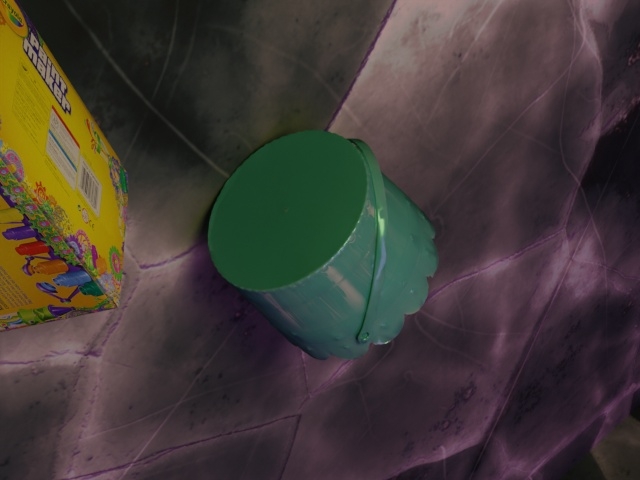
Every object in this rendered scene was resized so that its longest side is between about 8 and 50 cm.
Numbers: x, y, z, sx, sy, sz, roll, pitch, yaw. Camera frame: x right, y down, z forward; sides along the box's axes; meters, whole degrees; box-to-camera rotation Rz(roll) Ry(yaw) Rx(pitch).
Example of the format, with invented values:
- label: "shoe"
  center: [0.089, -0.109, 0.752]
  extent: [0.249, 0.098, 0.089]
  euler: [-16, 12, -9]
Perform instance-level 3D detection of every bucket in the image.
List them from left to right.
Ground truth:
- label: "bucket"
  center: [0.000, 0.000, 1.516]
  extent: [0.281, 0.281, 0.183]
  euler: [-50, 138, -4]

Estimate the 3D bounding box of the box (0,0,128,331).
- label: "box"
  center: [-0.363, -0.058, 1.044]
  extent: [0.279, 0.177, 0.290]
  euler: [-12, 141, 10]
